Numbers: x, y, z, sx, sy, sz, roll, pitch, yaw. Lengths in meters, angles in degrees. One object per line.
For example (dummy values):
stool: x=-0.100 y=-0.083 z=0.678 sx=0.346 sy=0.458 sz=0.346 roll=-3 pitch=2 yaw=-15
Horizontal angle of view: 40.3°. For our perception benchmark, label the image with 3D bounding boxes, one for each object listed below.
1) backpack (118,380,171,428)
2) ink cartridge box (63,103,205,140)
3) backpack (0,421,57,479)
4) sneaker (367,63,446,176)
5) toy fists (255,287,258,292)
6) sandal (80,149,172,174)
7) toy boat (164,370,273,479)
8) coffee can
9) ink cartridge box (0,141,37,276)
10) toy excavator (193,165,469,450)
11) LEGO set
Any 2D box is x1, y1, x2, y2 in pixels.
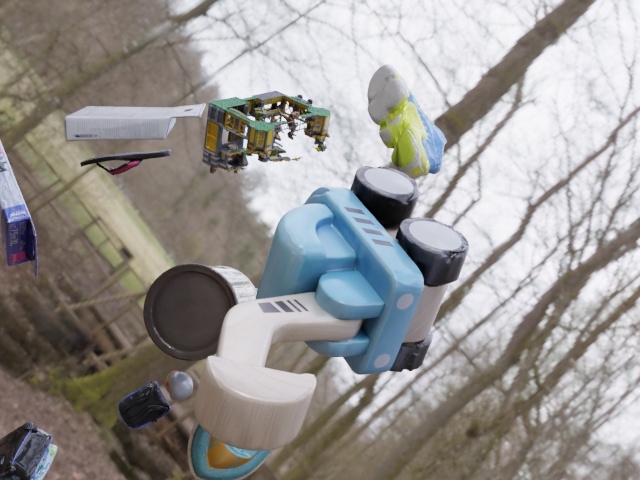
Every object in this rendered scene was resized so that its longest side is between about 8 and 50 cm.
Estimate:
backpack: x=-0.463 y=0.440 z=2.276 sx=0.098 sy=0.120 sz=0.101 roll=57 pitch=-19 yaw=11
ink cartridge box: x=-0.315 y=-0.207 z=1.528 sx=0.223 sy=0.224 sz=0.045 roll=-109 pitch=-163 yaw=-76
backpack: x=-0.518 y=0.382 z=1.500 sx=0.084 sy=0.114 sz=0.105 roll=45 pitch=37 yaw=-26
sneaker: x=0.169 y=-0.221 z=1.670 sx=0.126 sy=0.091 sz=0.240 roll=12 pitch=58 yaw=-44
toy fists: x=-0.240 y=0.198 z=2.301 sx=0.096 sy=0.279 sz=0.142 roll=-112 pitch=-154 yaw=-71
sandal: x=-0.382 y=-0.152 z=1.724 sx=0.067 sy=0.179 sz=0.040 roll=-154 pitch=-122 yaw=-71
toy boat: x=-0.246 y=0.423 z=2.059 sx=0.318 sy=0.267 sz=0.148 roll=43 pitch=-11 yaw=-8
coffee can: x=-0.254 y=0.154 z=1.931 sx=0.201 sy=0.202 sz=0.275 roll=52 pitch=3 yaw=6
ink cartridge box: x=-0.743 y=-0.077 z=2.057 sx=0.311 sy=0.065 sz=0.185 roll=58 pitch=-32 yaw=23
toy excavator: x=-0.008 y=0.090 z=1.202 sx=0.433 sy=0.445 sz=0.222 roll=53 pitch=-44 yaw=45
LEGO set: x=-0.140 y=-0.245 z=2.203 sx=0.255 sy=0.331 sz=0.192 roll=24 pitch=-60 yaw=23
